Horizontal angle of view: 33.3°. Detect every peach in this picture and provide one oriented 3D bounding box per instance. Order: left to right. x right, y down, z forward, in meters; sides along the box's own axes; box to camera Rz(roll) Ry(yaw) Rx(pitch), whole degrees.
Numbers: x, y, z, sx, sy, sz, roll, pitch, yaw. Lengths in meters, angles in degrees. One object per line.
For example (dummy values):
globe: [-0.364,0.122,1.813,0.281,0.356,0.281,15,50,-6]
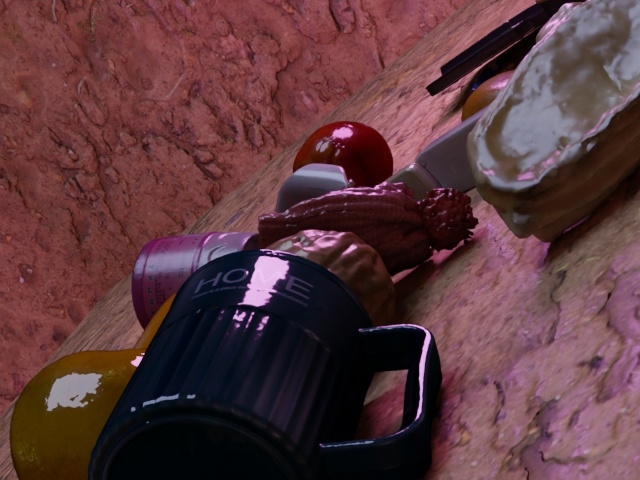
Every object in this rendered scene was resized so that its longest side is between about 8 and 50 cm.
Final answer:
peach: [0.050,-0.142,2.034,0.197,0.197,0.197,-40,11,9]

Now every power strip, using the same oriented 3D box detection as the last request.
power strip: [0.282,-0.167,1.569,0.385,0.091,0.062,-31,13,45]

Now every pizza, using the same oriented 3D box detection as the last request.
pizza: [0.369,-0.338,2.152,0.037,0.016,0.083,-31,11,47]

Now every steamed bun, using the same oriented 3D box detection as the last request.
steamed bun: [0.335,-0.183,1.254,0.428,0.189,0.247,-47,52,0]

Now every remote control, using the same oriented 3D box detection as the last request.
remote control: [0.092,-0.028,1.661,0.233,0.098,0.038,-34,8,35]

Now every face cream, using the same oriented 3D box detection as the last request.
face cream: [-0.178,0.075,1.720,0.195,0.175,0.175,-5,28,25]

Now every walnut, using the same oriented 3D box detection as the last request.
walnut: [-0.014,0.091,1.323,0.245,0.198,0.198,-44,11,-15]

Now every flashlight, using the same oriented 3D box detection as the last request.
flashlight: [0.338,-0.335,2.188,0.121,0.035,0.057,-48,14,-35]

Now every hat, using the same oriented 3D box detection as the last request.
hat: [0.072,-0.010,1.452,0.286,0.237,0.107,-16,61,16]

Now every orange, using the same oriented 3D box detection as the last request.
orange: [-0.253,0.253,1.348,0.279,0.235,0.279,-6,-15,-2]

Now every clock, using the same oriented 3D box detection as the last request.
clock: [0.366,-0.413,2.237,0.273,0.049,0.279,-31,4,37]

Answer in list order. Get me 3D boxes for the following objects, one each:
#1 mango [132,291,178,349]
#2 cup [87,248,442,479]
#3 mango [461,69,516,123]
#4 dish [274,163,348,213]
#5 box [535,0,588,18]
mango: [-0.213,0.203,1.597,0.350,0.201,0.199,-44,-19,31]
cup: [-0.052,0.188,1.077,0.292,0.308,0.242,-65,-6,-64]
mango: [0.315,-0.219,1.664,0.227,0.099,0.136,-21,15,40]
dish: [0.000,0.000,1.646,0.154,0.234,0.064,10,3,40]
box: [0.518,-0.485,2.009,0.201,0.090,0.144,-42,11,-2]
